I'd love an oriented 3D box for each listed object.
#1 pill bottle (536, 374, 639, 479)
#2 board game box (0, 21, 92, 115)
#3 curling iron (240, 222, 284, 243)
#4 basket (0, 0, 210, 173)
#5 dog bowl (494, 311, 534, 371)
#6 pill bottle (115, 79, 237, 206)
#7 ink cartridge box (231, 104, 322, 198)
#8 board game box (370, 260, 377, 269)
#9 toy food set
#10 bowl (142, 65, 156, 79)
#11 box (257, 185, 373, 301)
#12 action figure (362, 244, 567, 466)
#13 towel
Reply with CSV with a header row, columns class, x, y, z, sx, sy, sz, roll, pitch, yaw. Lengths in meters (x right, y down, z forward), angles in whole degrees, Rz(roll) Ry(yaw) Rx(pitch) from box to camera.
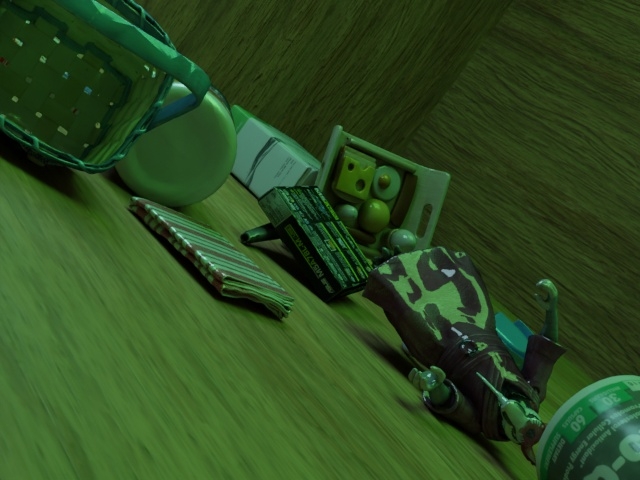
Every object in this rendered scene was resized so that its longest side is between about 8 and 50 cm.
class,x,y,z,sx,sy,sz,roll,pitch,yaw
pill bottle,0.405,0.315,1.058,0.204,0.204,0.361,33,7,-26
board game box,-0.421,-0.276,1.466,0.147,0.045,0.193,37,12,-36
curling iron,-0.063,-0.008,1.545,0.035,0.068,0.274,39,13,11
basket,-0.263,-0.188,1.014,0.255,0.201,0.289,33,-24,-17
dog bowl,0.318,0.163,1.964,0.297,0.074,0.166,45,24,10
pill bottle,-0.198,-0.148,1.349,0.162,0.162,0.278,35,7,-13
ink cartridge box,-0.073,-0.136,2.030,0.211,0.121,0.289,28,11,-48
board game box,0.202,0.120,2.036,0.259,0.039,0.124,38,8,-12
toy food set,0.111,-0.075,1.914,0.306,0.220,0.092,20,-3,-37
bowl,-0.342,-0.284,1.879,0.170,0.080,0.170,36,7,-5
box,0.000,0.000,1.525,0.191,0.045,0.184,56,16,8
action figure,0.195,0.173,1.336,0.276,0.248,0.370,91,-24,-44
towel,-0.130,0.019,1.152,0.197,0.029,0.144,38,7,35
